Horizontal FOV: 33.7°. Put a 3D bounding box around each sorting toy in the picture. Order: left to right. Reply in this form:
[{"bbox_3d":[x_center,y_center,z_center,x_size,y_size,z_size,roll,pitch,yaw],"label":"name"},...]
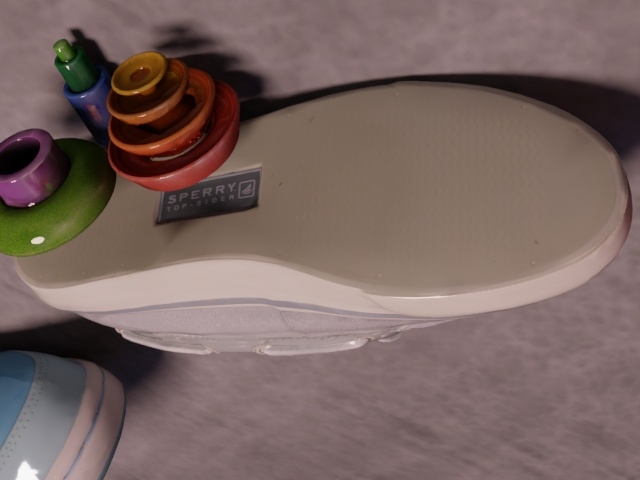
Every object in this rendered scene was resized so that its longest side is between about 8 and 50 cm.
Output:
[{"bbox_3d":[-0.078,-0.038,0.359,0.102,0.061,0.042,-22,134,7],"label":"sorting toy"}]

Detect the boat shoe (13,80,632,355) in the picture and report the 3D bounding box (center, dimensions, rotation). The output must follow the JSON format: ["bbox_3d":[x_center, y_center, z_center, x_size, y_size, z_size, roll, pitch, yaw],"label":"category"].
[{"bbox_3d":[-0.001,0.001,0.382,0.227,0.079,0.081,-4,153,25],"label":"boat shoe"}]

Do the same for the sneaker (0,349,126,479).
[{"bbox_3d":[-0.261,0.092,0.533,0.319,0.127,0.208,-22,132,37],"label":"sneaker"}]
